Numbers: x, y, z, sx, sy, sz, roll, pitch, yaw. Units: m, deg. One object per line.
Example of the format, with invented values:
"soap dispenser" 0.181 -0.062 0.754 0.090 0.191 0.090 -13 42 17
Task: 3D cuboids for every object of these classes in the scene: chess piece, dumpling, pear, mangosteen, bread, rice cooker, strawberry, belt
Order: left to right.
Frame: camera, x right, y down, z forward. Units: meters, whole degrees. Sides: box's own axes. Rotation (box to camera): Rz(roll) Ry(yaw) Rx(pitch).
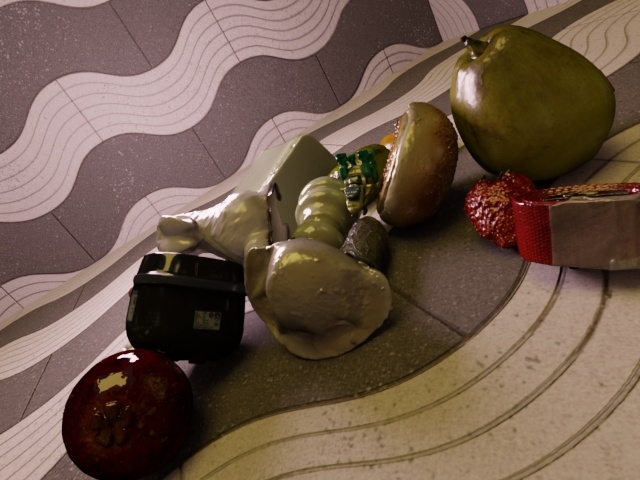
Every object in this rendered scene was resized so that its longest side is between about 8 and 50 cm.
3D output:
"mangosteen" -0.340 0.310 0.737 0.215 0.215 0.257 -38 -3 -17
"rice cooker" -0.291 0.148 0.883 0.267 0.267 0.224 -7 73 43
"dumpling" -0.022 0.111 0.745 0.175 0.227 0.243 7 6 -39
"chess piece" 0.000 0.000 0.981 0.182 0.182 0.330 -19 32 25
"bread" 0.233 -0.175 0.952 0.159 0.305 0.305 12 35 7
"strawberry" 0.350 -0.057 0.756 0.131 0.131 0.148 -26 67 11
"pear" 0.414 -0.287 0.838 0.287 0.375 0.287 -44 20 20
"belt" 0.398 -0.015 0.595 0.201 0.124 0.128 0 19 42

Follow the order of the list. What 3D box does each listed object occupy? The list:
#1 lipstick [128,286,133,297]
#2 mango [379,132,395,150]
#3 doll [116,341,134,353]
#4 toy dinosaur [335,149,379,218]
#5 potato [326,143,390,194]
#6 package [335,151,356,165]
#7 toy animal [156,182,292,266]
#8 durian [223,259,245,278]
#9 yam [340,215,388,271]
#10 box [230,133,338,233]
"lipstick" -0.578 0.174 1.437 0.357 0.057 0.057 -13 29 36
"mango" 0.281 -0.303 1.316 0.147 0.109 0.227 -14 15 -25
"doll" -0.486 0.312 1.050 0.106 0.062 0.162 -39 25 -28
"toy dinosaur" 0.109 -0.159 1.014 0.094 0.153 0.259 -2 19 23
"potato" 0.117 -0.190 1.240 0.253 0.148 0.186 -33 10 13
"package" 0.095 -0.249 1.435 0.168 0.090 0.226 -10 35 21
"toy animal" -0.259 -0.016 1.004 0.357 0.194 0.258 -9 14 10
"durian" -0.207 0.043 1.167 0.158 0.137 0.168 -27 15 1
"yam" 0.096 0.023 0.890 0.107 0.107 0.183 -16 26 29
"box" -0.161 -0.178 1.404 0.352 0.177 0.344 -58 29 -13
